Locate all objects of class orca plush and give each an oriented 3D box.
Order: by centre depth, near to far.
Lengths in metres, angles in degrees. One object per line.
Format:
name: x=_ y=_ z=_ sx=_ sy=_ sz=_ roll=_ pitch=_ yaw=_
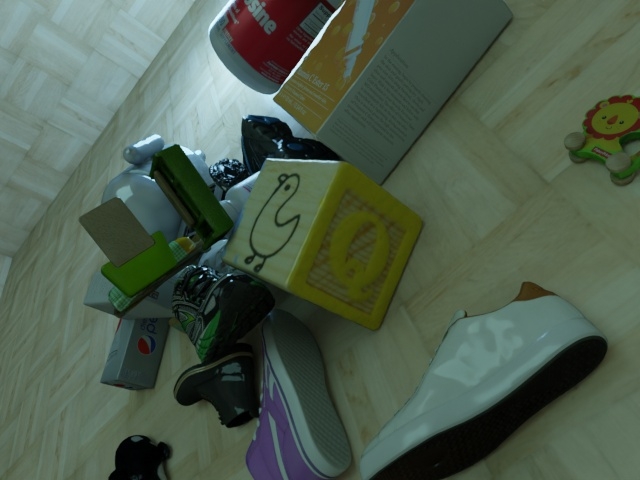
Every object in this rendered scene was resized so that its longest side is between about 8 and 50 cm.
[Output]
orca plush: x=-0.360 y=0.478 z=0.899 sx=0.151 sy=0.102 sz=0.287 roll=-48 pitch=39 yaw=16

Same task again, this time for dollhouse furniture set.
dollhouse furniture set: x=-0.296 y=0.001 z=0.802 sx=0.197 sy=0.151 sz=0.301 roll=-38 pitch=4 yaw=-27

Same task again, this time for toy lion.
toy lion: x=0.344 y=-0.124 z=0.553 sx=0.096 sy=0.034 sz=0.100 roll=-44 pitch=40 yaw=9

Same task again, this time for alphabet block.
alphabet block: x=0.000 y=0.000 z=0.729 sx=0.197 sy=0.193 sz=0.192 roll=13 pitch=79 yaw=52

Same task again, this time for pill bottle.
pill bottle: x=-0.105 y=-0.068 z=0.820 sx=0.160 sy=0.087 sz=0.087 roll=-38 pitch=26 yaw=-31
pill bottle: x=-0.058 y=-0.564 z=1.134 sx=0.408 sy=0.229 sz=0.229 roll=-37 pitch=43 yaw=27

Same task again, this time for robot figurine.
robot figurine: x=-0.399 y=-0.111 z=1.192 sx=0.200 sy=0.300 sz=0.353 roll=-2 pitch=33 yaw=19

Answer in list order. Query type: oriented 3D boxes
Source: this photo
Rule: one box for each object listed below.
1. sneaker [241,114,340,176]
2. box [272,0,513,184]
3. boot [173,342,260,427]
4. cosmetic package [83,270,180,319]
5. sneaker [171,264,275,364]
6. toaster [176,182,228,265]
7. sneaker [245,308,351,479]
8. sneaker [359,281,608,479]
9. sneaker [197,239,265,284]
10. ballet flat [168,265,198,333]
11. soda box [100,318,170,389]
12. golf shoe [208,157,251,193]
sneaker: x=-0.067 y=-0.150 z=0.995 sx=0.341 sy=0.125 sz=0.139 roll=46 pitch=131 yaw=48
box: x=0.109 y=-0.309 z=0.826 sx=0.345 sy=0.168 sz=0.215 roll=-52 pitch=38 yaw=10
boot: x=-0.193 y=0.290 z=0.862 sx=0.198 sy=0.077 sz=0.137 roll=-40 pitch=46 yaw=26
cosmetic package: x=-0.396 y=0.115 z=1.041 sx=0.231 sy=0.117 sz=0.085 roll=-9 pitch=60 yaw=33
sneaker: x=-0.182 y=0.106 z=0.764 sx=0.134 sy=0.146 sz=0.343 roll=-40 pitch=2 yaw=-27
toaster: x=-0.234 y=-0.032 z=1.084 sx=0.186 sy=0.110 sz=0.168 roll=-19 pitch=52 yaw=41
sneaker: x=-0.069 y=0.246 z=0.725 sx=0.161 sy=0.102 sz=0.282 roll=-46 pitch=39 yaw=24
sneaker: x=0.155 y=0.160 z=0.531 sx=0.290 sy=0.106 sz=0.123 roll=-39 pitch=37 yaw=9
sneaker: x=-0.155 y=0.047 z=0.908 sx=0.305 sy=0.114 sz=0.152 roll=-41 pitch=16 yaw=24
ballet flat: x=-0.325 y=0.113 z=1.122 sx=0.080 sy=0.073 sz=0.232 roll=-46 pitch=39 yaw=21
soda box: x=-0.434 y=0.211 z=1.167 sx=0.098 sy=0.091 sz=0.286 roll=-20 pitch=53 yaw=41
golf shoe: x=-0.163 y=-0.099 z=0.995 sx=0.077 sy=0.094 sz=0.198 roll=-34 pitch=53 yaw=-22
